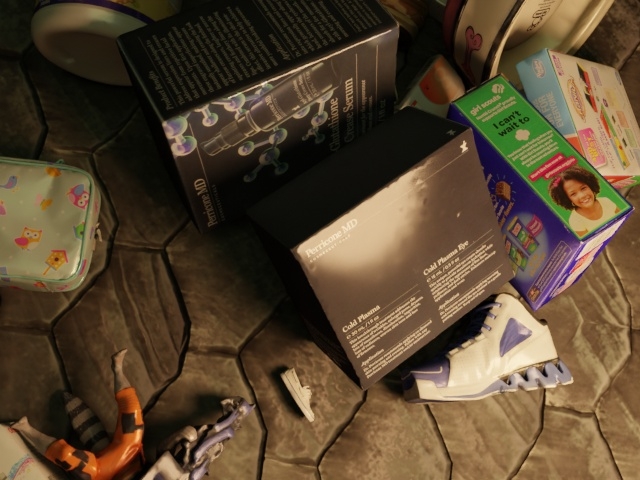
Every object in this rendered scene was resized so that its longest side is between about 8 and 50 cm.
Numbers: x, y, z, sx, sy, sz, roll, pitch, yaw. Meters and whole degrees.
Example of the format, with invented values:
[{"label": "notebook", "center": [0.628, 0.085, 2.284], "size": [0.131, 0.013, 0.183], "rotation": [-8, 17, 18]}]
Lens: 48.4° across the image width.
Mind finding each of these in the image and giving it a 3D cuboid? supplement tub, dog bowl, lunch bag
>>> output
[{"label": "supplement tub", "center": [-0.360, -0.470, 1.262], "size": [0.240, 0.241, 0.332], "rotation": [7, 77, -6]}, {"label": "dog bowl", "center": [0.390, -0.449, 1.298], "size": [0.408, 0.408, 0.150], "rotation": [-40, 68, -14]}, {"label": "lunch bag", "center": [-0.516, -0.034, 1.214], "size": [0.279, 0.108, 0.224], "rotation": [7, 74, -7]}]

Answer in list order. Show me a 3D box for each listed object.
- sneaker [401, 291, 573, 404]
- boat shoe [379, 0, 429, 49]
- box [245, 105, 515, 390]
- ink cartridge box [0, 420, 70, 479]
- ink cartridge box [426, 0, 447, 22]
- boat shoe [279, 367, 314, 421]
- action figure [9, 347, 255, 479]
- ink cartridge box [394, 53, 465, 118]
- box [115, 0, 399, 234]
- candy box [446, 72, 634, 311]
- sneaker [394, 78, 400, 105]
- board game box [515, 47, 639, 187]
[{"label": "sneaker", "center": [0.286, 0.190, 1.279], "size": [0.315, 0.127, 0.182], "rotation": [-5, 75, -16]}, {"label": "boat shoe", "center": [0.071, -0.499, 1.404], "size": [0.307, 0.110, 0.105], "rotation": [32, 72, -10]}, {"label": "box", "center": [0.109, 0.007, 1.179], "size": [0.343, 0.179, 0.313], "rotation": [-34, 124, -14]}, {"label": "ink cartridge box", "center": [-0.482, 0.390, 1.116], "size": [0.127, 0.128, 0.176], "rotation": [-40, 85, -14]}, {"label": "ink cartridge box", "center": [0.251, -0.508, 1.446], "size": [0.180, 0.060, 0.104], "rotation": [32, 75, 0]}, {"label": "boat shoe", "center": [-0.033, 0.269, 1.254], "size": [0.035, 0.035, 0.100], "rotation": [-30, 77, -10]}, {"label": "action figure", "center": [-0.281, 0.347, 1.170], "size": [0.341, 0.178, 0.330], "rotation": [-35, 91, -41]}, {"label": "ink cartridge box", "center": [0.235, -0.239, 1.362], "size": [0.179, 0.045, 0.145], "rotation": [42, 74, -21]}, {"label": "box", "center": [-0.089, -0.240, 1.196], "size": [0.395, 0.294, 0.212], "rotation": [-25, 59, -11]}, {"label": "candy box", "center": [0.337, -0.076, 1.222], "size": [0.122, 0.268, 0.317], "rotation": [-31, 67, -16]}, {"label": "sneaker", "center": [0.120, -0.328, 1.384], "size": [0.066, 0.071, 0.189], "rotation": [-16, 81, -11]}, {"label": "board game box", "center": [0.502, -0.218, 1.328], "size": [0.316, 0.064, 0.242], "rotation": [-4, 75, -46]}]
